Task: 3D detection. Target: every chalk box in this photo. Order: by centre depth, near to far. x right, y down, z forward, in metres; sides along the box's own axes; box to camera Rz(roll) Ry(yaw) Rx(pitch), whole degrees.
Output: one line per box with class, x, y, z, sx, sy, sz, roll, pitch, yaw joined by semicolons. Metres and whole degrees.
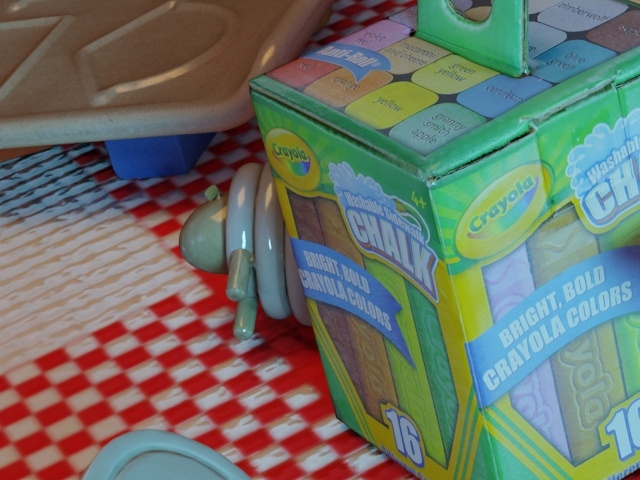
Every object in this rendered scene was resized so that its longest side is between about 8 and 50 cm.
chalk box;0.067;-0.020;0.741;0.132;0.213;0.132;-27;30;-20

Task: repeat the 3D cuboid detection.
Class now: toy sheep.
toy sheep;0.000;0.000;0.883;0.132;0.091;0.091;3;30;5

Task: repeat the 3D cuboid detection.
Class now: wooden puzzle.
wooden puzzle;-0.125;-0.121;1.179;0.348;0.080;0.322;-8;28;24

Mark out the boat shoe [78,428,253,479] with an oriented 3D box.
boat shoe;-0.081;0.186;0.583;0.114;0.091;0.302;33;34;-4
